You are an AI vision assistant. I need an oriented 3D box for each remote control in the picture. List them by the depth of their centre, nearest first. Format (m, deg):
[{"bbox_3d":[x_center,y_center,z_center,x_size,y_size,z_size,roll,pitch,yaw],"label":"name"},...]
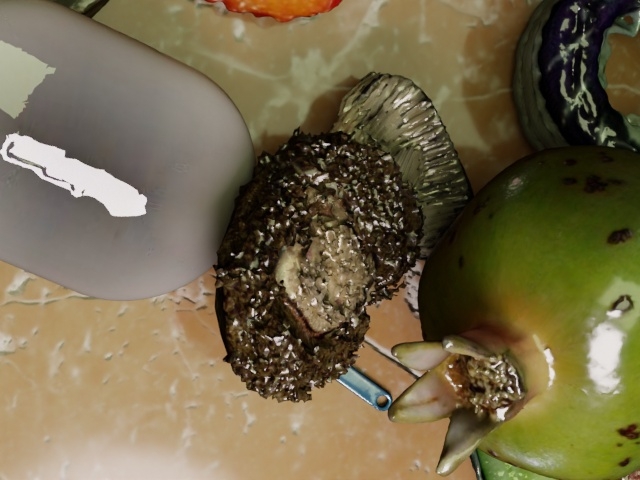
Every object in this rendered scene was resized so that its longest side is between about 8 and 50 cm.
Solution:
[{"bbox_3d":[-0.210,-0.074,1.447,0.332,0.103,0.221,24,101,-24],"label":"remote control"}]

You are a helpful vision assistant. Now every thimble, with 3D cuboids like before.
[{"bbox_3d":[0.294,-0.160,1.554,0.237,0.150,0.237,0,90,-12],"label":"thimble"}]

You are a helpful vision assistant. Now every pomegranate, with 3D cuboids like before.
[{"bbox_3d":[0.209,0.070,1.408,0.291,0.323,0.290,4,104,15],"label":"pomegranate"}]

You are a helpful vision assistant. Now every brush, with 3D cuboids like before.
[{"bbox_3d":[0.000,0.105,1.568,0.164,0.014,0.051,36,86,-13],"label":"brush"}]

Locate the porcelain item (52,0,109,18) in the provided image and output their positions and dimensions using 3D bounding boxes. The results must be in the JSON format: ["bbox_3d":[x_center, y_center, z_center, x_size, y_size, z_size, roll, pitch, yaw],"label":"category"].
[{"bbox_3d":[-0.268,-0.272,1.465,0.081,0.069,0.215,-39,95,4],"label":"porcelain item"}]

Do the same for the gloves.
[{"bbox_3d":[0.006,0.005,1.481,0.312,0.135,0.210,-39,135,-37],"label":"gloves"}]

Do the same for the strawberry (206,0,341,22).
[{"bbox_3d":[-0.065,-0.293,1.485,0.236,0.111,0.190,5,134,4],"label":"strawberry"}]

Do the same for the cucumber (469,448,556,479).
[{"bbox_3d":[0.198,0.221,1.586,0.115,0.086,0.193,-25,92,-12],"label":"cucumber"}]

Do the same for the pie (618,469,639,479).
[{"bbox_3d":[0.317,0.276,1.636,0.153,0.038,0.153,0,91,-12],"label":"pie"}]
